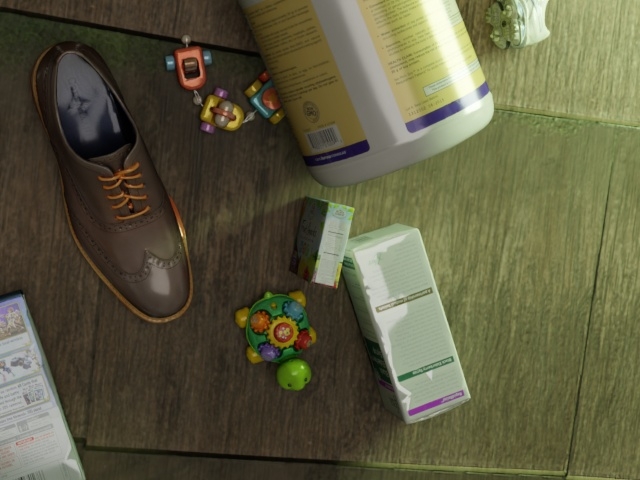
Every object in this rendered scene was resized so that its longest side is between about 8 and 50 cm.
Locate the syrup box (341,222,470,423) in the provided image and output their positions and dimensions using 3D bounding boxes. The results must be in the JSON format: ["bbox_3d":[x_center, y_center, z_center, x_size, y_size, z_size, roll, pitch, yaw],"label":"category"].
[{"bbox_3d":[0.103,0.104,1.736,0.096,0.093,0.237,-19,99,-11],"label":"syrup box"}]

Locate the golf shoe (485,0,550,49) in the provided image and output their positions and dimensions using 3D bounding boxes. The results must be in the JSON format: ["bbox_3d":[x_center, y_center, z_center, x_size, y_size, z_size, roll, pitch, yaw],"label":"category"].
[{"bbox_3d":[0.258,-0.337,1.758,0.086,0.069,0.176,-9,100,-32],"label":"golf shoe"}]

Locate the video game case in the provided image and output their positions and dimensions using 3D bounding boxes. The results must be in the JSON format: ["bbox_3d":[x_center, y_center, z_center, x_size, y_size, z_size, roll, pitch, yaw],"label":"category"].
[{"bbox_3d":[-0.449,0.216,1.633,0.269,0.061,0.244,-18,100,-11],"label":"video game case"}]

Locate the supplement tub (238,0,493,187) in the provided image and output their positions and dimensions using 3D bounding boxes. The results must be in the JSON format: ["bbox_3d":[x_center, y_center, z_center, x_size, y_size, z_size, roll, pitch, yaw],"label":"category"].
[{"bbox_3d":[0.043,-0.254,1.615,0.241,0.241,0.331,-24,100,-10],"label":"supplement tub"}]

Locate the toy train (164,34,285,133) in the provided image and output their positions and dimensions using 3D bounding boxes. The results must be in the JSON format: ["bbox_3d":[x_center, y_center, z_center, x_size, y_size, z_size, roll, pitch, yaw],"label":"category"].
[{"bbox_3d":[-0.105,-0.197,1.684,0.166,0.046,0.125,-6,97,-12],"label":"toy train"}]

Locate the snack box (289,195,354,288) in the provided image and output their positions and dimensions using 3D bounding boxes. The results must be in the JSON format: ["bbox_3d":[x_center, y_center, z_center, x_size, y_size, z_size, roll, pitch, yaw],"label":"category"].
[{"bbox_3d":[0.000,0.000,1.677,0.037,0.141,0.100,13,92,-13],"label":"snack box"}]

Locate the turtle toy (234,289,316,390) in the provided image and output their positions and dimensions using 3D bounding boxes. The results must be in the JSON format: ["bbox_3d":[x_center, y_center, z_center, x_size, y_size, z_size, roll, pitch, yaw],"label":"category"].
[{"bbox_3d":[-0.048,0.126,1.716,0.095,0.066,0.130,-19,99,-11],"label":"turtle toy"}]

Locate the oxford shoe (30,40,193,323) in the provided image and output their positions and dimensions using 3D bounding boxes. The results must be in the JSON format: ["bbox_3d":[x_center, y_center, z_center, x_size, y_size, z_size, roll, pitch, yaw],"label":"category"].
[{"bbox_3d":[-0.249,-0.061,1.618,0.130,0.133,0.364,-26,101,-10],"label":"oxford shoe"}]
